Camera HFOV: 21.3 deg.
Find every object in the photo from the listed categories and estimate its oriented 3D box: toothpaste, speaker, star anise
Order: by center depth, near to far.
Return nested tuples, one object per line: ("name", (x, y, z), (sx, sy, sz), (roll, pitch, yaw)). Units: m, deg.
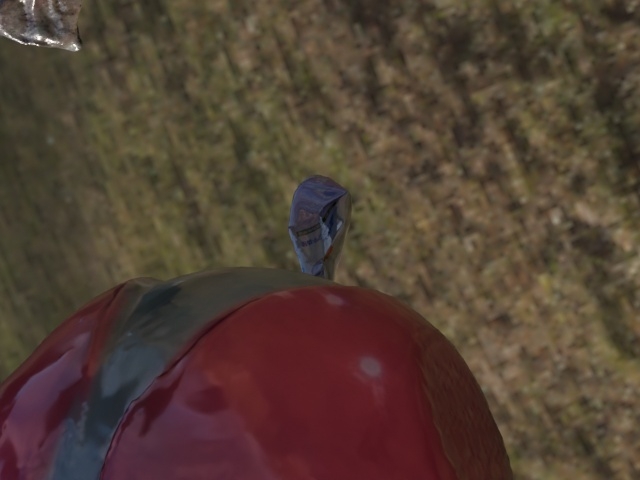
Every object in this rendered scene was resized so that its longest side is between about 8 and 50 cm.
("speaker", (-0.048, 0.146, 0.897), (0.294, 0.294, 0.294), (48, 151, 38))
("star anise", (-0.254, -0.267, 1.331), (0.198, 0.111, 0.257), (58, 174, 43))
("toothpaste", (0.000, 0.000, 1.617), (0.075, 0.048, 0.301), (-59, 13, 18))
